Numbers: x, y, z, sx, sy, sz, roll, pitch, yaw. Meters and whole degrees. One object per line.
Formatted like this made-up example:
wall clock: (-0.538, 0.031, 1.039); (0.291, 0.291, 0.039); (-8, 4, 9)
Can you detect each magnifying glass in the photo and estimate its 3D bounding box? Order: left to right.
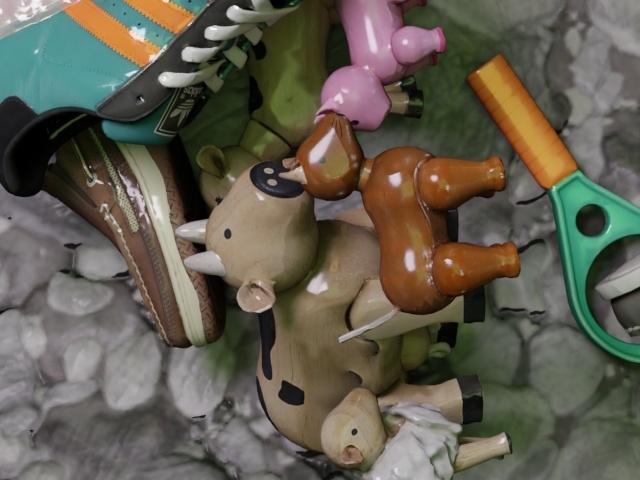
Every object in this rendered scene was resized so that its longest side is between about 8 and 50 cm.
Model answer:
magnifying glass: (0.173, -0.020, 1.208); (0.092, 0.026, 0.231); (-35, 90, -1)

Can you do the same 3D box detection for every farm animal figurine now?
farm animal figurine: (0.000, 0.000, 1.110); (0.172, 0.330, 0.326); (-10, 119, -5)

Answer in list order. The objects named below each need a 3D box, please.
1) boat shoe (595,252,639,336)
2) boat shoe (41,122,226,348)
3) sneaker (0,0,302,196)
boat shoe: (0.323, 0.007, 1.162); (0.305, 0.109, 0.091); (-20, 91, -12)
boat shoe: (-0.136, -0.047, 1.170); (0.095, 0.095, 0.257); (-19, 81, 6)
sneaker: (-0.079, -0.123, 1.062); (0.302, 0.108, 0.121); (-24, 79, 22)
